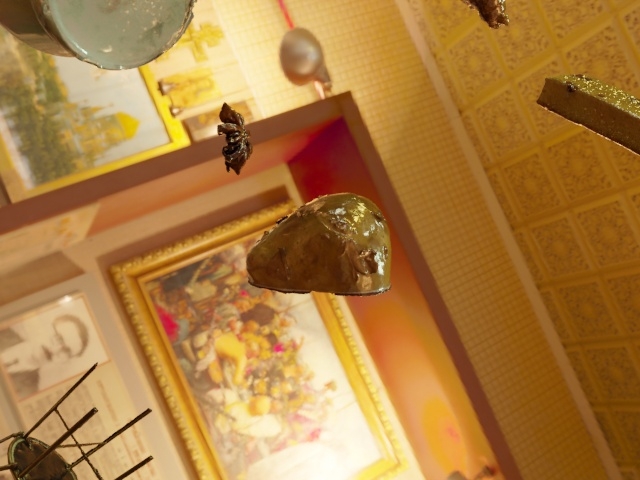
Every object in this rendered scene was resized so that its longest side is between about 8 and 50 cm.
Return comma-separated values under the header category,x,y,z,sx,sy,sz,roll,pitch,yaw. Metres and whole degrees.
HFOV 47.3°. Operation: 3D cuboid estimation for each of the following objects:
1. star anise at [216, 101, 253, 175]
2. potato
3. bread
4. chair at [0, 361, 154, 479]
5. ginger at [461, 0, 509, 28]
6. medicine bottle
category,x,y,z,sx,sy,sz,roll,pitch,yaw
star anise,-0.193,-0.235,1.654,0.168,0.057,0.167,0,90,-78
potato,0.000,0.000,1.501,0.246,0.300,0.196,-25,115,-74
bread,0.592,-0.235,1.411,0.361,0.138,0.077,47,-44,49
chair,-0.425,0.347,1.106,0.170,0.326,0.160,50,2,-27
ginger,0.297,-0.547,1.404,0.166,0.080,0.333,31,-17,35
medicine bottle,-0.311,-0.352,0.927,0.290,0.245,0.245,34,-41,40
